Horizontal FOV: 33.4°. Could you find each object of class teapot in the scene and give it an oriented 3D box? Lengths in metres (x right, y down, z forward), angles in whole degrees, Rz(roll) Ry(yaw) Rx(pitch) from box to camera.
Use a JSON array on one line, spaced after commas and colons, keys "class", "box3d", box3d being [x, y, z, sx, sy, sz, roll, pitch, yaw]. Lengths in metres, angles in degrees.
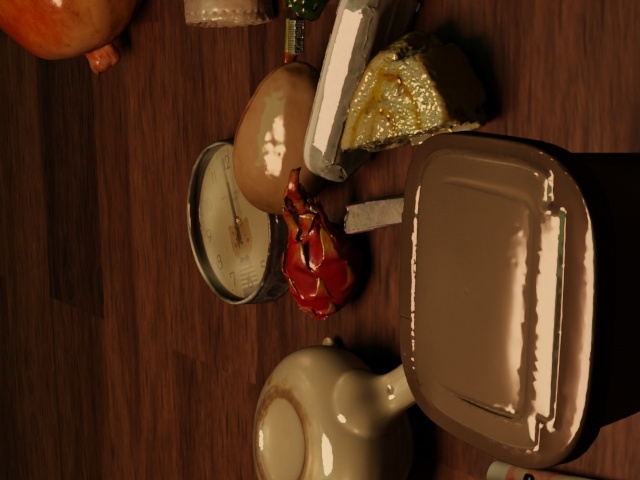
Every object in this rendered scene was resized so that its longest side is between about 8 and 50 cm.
[{"class": "teapot", "box3d": [0.048, 0.204, 1.138, 0.318, 0.149, 0.219, -16, 75, 56]}]

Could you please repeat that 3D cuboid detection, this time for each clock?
[{"class": "clock", "box3d": [-0.105, -0.025, 1.403, 0.226, 0.049, 0.226, 16, 111, 52]}]

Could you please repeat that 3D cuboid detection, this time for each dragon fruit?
[{"class": "dragon fruit", "box3d": [0.000, 0.000, 1.205, 0.094, 0.094, 0.190, 31, 137, 48]}]

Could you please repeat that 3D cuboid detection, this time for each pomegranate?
[{"class": "pomegranate", "box3d": [-0.373, -0.373, 1.572, 0.252, 0.229, 0.270, -11, 111, 46]}]

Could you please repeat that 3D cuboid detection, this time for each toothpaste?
[{"class": "toothpaste", "box3d": [0.240, 0.237, 0.976, 0.205, 0.036, 0.056, 3, 97, 51]}]

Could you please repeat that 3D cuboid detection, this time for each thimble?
[{"class": "thimble", "box3d": [-0.116, -0.312, 1.319, 0.115, 0.102, 0.090, 1, 98, 25]}]

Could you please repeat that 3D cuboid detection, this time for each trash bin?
[{"class": "trash bin", "box3d": [0.204, 0.025, 0.797, 0.219, 0.250, 0.219, 19, 111, 53]}]

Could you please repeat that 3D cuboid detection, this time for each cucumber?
[{"class": "cucumber", "box3d": [-0.010, -0.311, 1.225, 0.067, 0.035, 0.107, 61, 138, 30]}]

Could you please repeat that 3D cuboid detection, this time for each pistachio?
[{"class": "pistachio", "box3d": [-0.035, -0.117, 1.227, 0.108, 0.126, 0.185, -99, 22, -66]}]

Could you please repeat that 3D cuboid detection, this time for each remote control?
[{"class": "remote control", "box3d": [0.042, -0.173, 1.121, 0.052, 0.104, 0.247, 30, 124, 26]}]

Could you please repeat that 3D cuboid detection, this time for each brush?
[{"class": "brush", "box3d": [-0.034, -0.226, 1.287, 0.021, 0.019, 0.083, 23, 113, 41]}]

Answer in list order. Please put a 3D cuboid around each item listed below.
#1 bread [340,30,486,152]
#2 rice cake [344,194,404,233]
[{"class": "bread", "box3d": [0.084, -0.148, 1.061, 0.156, 0.103, 0.110, -11, 93, 48]}, {"class": "rice cake", "box3d": [0.097, -0.033, 1.118, 0.211, 0.043, 0.034, -6, 99, 55]}]
